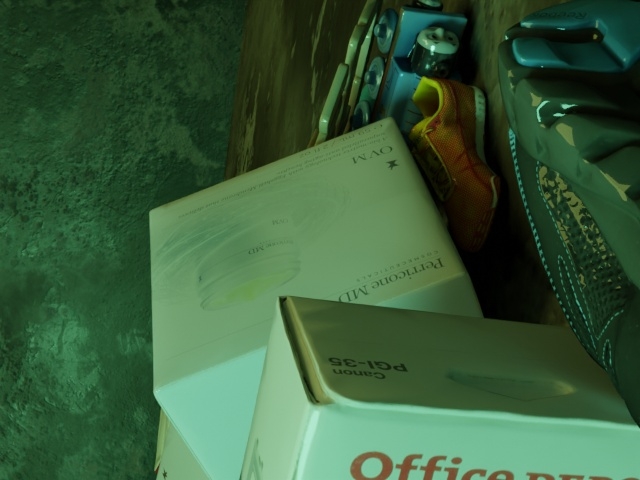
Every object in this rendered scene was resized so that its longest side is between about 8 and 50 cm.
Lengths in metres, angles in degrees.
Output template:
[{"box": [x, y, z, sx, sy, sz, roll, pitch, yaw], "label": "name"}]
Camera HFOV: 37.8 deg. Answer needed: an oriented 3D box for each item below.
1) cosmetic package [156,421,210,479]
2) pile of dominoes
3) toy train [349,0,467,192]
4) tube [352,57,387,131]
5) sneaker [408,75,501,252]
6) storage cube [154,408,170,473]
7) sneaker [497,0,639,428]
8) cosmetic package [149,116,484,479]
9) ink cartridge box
[{"box": [-0.071, 0.272, 1.034, 0.197, 0.155, 0.365, 57, 146, 35], "label": "cosmetic package"}, {"box": [0.001, -0.110, 0.894, 0.251, 0.040, 0.196, 102, -173, -50], "label": "pile of dominoes"}, {"box": [0.085, -0.135, 0.877, 0.105, 0.080, 0.184, -110, 29, -49], "label": "toy train"}, {"box": [0.037, -0.120, 1.078, 0.207, 0.052, 0.080, -67, 10, -25], "label": "tube"}, {"box": [0.104, -0.061, 0.763, 0.064, 0.067, 0.175, 114, 158, -47], "label": "sneaker"}, {"box": [-0.122, 0.233, 1.315, 0.183, 0.193, 0.215, 124, 152, -64], "label": "storage cube"}, {"box": [0.170, 0.030, 0.377, 0.341, 0.125, 0.139, -100, -5, -48], "label": "sneaker"}, {"box": [-0.005, 0.045, 0.727, 0.224, 0.224, 0.138, -107, -6, -52], "label": "cosmetic package"}, {"box": [0.056, 0.185, 0.505, 0.117, 0.207, 0.283, -116, 36, -65], "label": "ink cartridge box"}]
